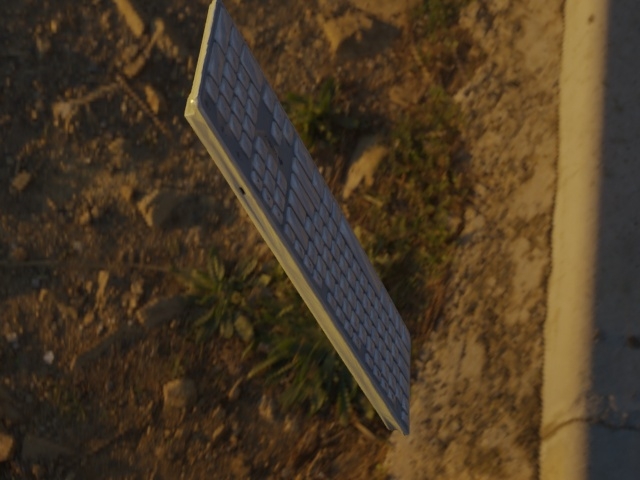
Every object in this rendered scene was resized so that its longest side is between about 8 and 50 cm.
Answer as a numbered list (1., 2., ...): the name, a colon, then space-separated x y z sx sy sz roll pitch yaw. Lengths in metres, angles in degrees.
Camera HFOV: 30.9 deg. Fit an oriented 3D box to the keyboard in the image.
1. keyboard: 0.000 0.000 0.571 0.014 0.256 0.072 -9 46 23
